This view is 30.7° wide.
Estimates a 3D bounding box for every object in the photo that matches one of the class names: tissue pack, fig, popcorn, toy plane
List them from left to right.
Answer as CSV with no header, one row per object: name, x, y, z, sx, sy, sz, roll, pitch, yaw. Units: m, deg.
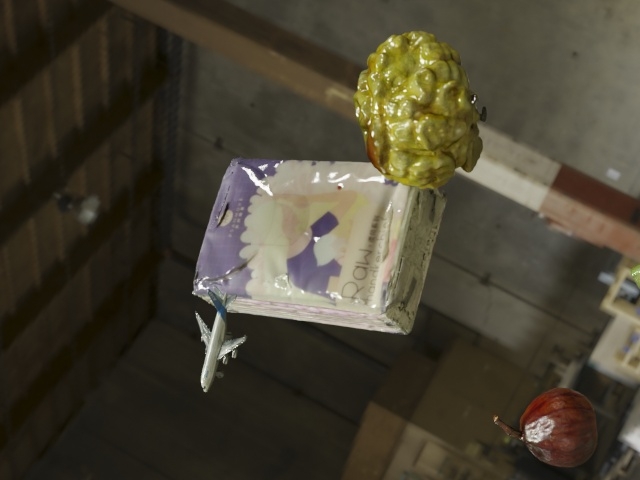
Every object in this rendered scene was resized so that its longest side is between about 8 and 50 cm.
toy plane,-0.081,0.078,0.921,0.024,0.078,0.084,-3,-78,-35
tissue pack,0.000,0.000,1.740,0.125,0.344,0.242,46,-125,-54
popcorn,0.135,-0.173,1.573,0.189,0.169,0.218,58,-157,-58
fig,0.358,0.286,1.778,0.150,0.128,0.128,1,-58,-41

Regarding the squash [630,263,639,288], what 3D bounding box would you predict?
squash,0.446,0.045,1.073,0.289,0.111,0.203,-25,13,18
